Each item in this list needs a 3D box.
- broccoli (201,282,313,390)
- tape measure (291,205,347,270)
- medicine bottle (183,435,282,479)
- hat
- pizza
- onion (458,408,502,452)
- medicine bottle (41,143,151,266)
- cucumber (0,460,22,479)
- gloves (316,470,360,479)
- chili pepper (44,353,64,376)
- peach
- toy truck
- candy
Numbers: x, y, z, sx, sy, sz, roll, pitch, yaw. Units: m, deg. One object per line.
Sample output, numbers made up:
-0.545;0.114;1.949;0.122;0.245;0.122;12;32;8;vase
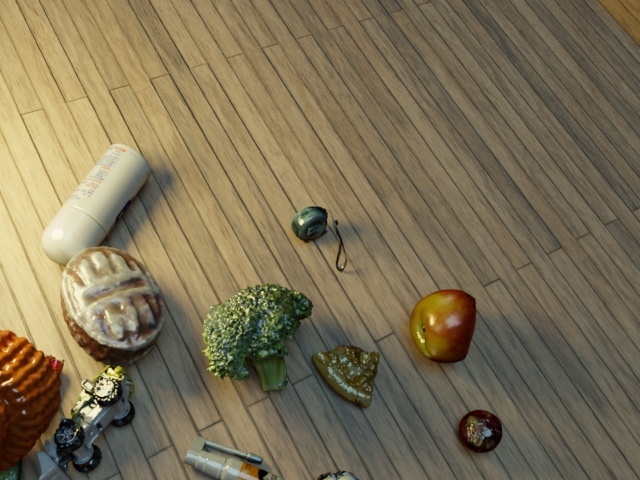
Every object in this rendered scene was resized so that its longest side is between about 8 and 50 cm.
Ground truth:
-0.152;0.213;1.566;0.288;0.260;0.235;-22;55;-25;broccoli
0.001;-0.002;1.790;0.107;0.104;0.179;-19;68;-26;tape measure
-0.193;0.508;1.503;0.221;0.061;0.092;22;35;-1;medicine bottle
-0.645;0.364;1.241;0.285;0.285;0.400;4;25;-11;hat
0.088;0.320;1.664;0.161;0.062;0.182;-29;71;-27;pizza
0.392;0.469;1.642;0.107;0.097;0.107;-10;47;11;onion
-0.567;-0.083;1.685;0.130;0.130;0.341;26;59;1;medicine bottle
-0.681;0.507;1.381;0.116;0.062;0.115;3;63;-23;cucumber
0.029;0.585;1.503;0.114;0.070;0.153;29;53;13;gloves
-0.629;0.316;1.493;0.070;0.073;0.123;-7;52;30;chili pepper
0.329;0.217;1.709;0.192;0.190;0.190;-10;65;-23;peach
-0.508;0.401;1.443;0.111;0.136;0.286;21;54;23;toy truck
-0.486;0.154;1.564;0.214;0.157;0.289;-16;59;-36;candy
